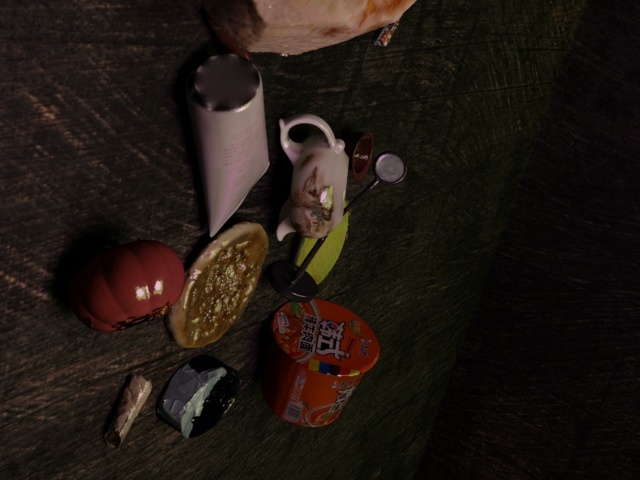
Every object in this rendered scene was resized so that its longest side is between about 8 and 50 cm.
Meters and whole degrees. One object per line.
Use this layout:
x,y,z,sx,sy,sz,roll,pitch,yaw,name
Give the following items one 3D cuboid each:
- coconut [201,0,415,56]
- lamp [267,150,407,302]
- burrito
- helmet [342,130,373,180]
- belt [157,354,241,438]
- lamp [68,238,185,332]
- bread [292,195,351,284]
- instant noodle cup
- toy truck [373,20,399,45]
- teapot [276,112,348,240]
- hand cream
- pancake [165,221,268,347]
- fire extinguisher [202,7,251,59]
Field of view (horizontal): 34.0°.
0.004,-0.437,1.389,0.415,0.345,0.415,-53,-158,33,coconut
0.033,-0.040,2.167,0.371,0.130,0.108,-58,-176,7,lamp
-0.346,0.307,1.867,0.149,0.041,0.055,-64,171,0,burrito
0.068,-0.187,2.236,0.089,0.057,0.111,-43,145,-47,helmet
-0.237,0.306,2.061,0.198,0.078,0.151,-18,131,-59,belt
-0.295,0.061,1.587,0.182,0.140,0.182,-22,174,-2,lamp
0.000,0.000,2.317,0.228,0.034,0.228,-50,154,-35,bread
-0.017,0.280,2.330,0.250,0.250,0.192,-33,150,-52,instant noodle cup
0.137,-0.435,2.170,0.032,0.024,0.083,41,73,-44,toy truck
-0.018,-0.115,2.033,0.204,0.140,0.298,-80,176,-56,teapot
-0.148,-0.162,1.751,0.185,0.118,0.358,-56,164,-26,hand cream
-0.188,0.081,1.975,0.282,0.049,0.282,-45,152,-32,pancake
-0.142,-0.322,1.655,0.158,0.043,0.064,61,15,-64,fire extinguisher
